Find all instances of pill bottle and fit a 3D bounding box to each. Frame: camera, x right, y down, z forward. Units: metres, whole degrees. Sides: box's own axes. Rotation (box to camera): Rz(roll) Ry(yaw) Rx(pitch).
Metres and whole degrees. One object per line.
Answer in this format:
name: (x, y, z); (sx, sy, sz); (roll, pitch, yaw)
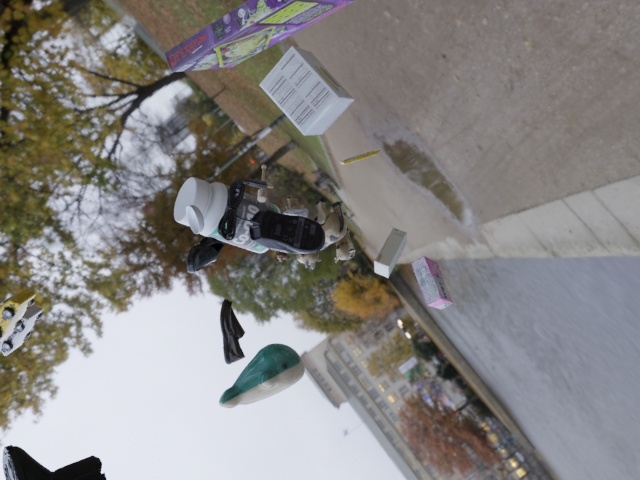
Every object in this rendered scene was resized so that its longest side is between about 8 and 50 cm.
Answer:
pill bottle: (-0.343, -0.094, 2.010); (0.360, 0.204, 0.204); (20, -158, -35)

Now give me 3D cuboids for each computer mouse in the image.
computer mouse: (-0.116, -0.056, 1.340); (0.060, 0.261, 0.184); (119, 158, -60)

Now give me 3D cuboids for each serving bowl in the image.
serving bowl: (-0.345, -0.061, 1.506); (0.083, 0.027, 0.083); (34, 134, 44)

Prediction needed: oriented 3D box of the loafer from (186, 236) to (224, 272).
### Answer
loafer: (-0.378, 0.044, 1.777); (0.223, 0.078, 0.076); (-69, -20, -68)

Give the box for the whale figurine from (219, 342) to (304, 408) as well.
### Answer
whale figurine: (-0.184, 0.403, 1.612); (0.141, 0.271, 0.216); (65, 162, 9)

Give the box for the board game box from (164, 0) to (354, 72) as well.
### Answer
board game box: (-0.126, -0.429, 1.087); (0.208, 0.346, 0.056); (-25, -81, -55)

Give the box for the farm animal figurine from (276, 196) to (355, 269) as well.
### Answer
farm animal figurine: (0.000, 0.000, 1.775); (0.327, 0.330, 0.172); (127, 137, -56)

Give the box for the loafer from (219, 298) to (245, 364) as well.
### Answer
loafer: (-0.290, 0.300, 1.802); (0.080, 0.078, 0.220); (-139, 44, -81)

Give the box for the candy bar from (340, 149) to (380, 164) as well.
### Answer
candy bar: (0.148, -0.310, 2.012); (0.040, 0.161, 0.018); (-149, 42, -70)

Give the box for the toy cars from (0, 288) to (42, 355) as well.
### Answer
toy cars: (-0.971, 0.247, 1.692); (0.087, 0.176, 0.393); (38, 151, -5)

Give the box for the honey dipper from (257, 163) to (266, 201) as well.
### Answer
honey dipper: (-0.196, -0.199, 1.830); (0.030, 0.030, 0.161); (48, -150, -46)

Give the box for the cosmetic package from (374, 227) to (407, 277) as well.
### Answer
cosmetic package: (0.180, 0.031, 1.385); (0.041, 0.115, 0.060); (22, 150, 20)

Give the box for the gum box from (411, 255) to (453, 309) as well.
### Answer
gum box: (0.415, 0.153, 2.009); (0.107, 0.062, 0.189); (21, -135, -49)

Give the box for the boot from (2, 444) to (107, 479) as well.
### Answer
boot: (-0.706, 0.626, 1.446); (0.207, 0.094, 0.246); (-8, -136, -50)

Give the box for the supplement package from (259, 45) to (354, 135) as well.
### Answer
supplement package: (-0.048, -0.564, 2.060); (0.263, 0.198, 0.199); (49, -157, 5)
